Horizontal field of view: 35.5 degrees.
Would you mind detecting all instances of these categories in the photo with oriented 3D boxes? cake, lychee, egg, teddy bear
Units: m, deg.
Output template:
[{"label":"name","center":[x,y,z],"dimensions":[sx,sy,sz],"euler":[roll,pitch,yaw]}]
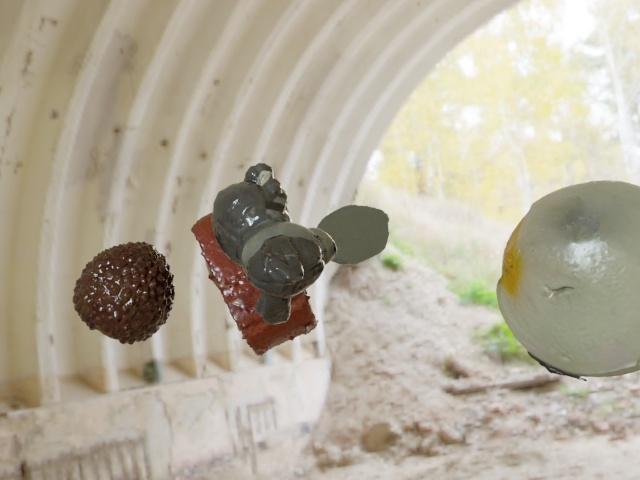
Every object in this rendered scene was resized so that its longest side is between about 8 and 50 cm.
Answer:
[{"label":"cake","center":[-0.115,0.066,1.765],"dimensions":[0.151,0.283,0.177],"euler":[-26,-22,-10]},{"label":"lychee","center":[-0.345,0.086,1.780],"dimensions":[0.188,0.188,0.188],"euler":[-8,-6,-1]},{"label":"egg","center":[0.414,0.030,1.496],"dimensions":[0.337,0.337,0.201],"euler":[-11,-31,20]},{"label":"teddy bear","center":[-0.061,0.023,1.478],"dimensions":[0.144,0.251,0.171],"euler":[-11,-48,-23]}]

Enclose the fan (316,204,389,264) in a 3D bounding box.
[{"label":"fan","center":[0.000,-0.001,2.184],"dimensions":[0.310,0.010,0.182],"euler":[-9,-47,-5]}]
